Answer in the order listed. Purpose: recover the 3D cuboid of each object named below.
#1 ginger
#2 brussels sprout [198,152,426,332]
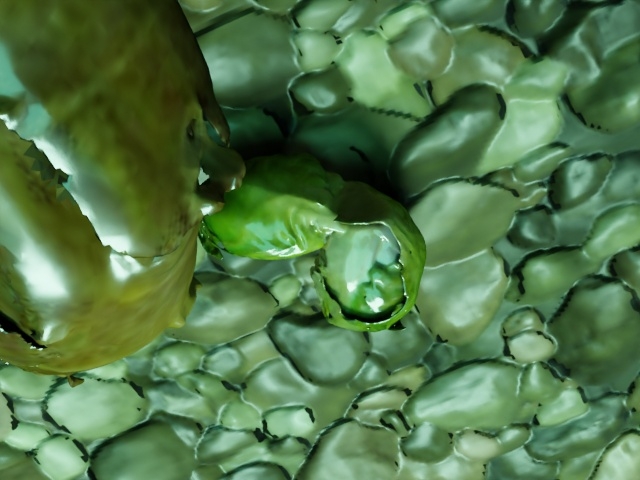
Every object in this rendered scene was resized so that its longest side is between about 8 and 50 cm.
[{"bbox_3d":[-0.112,-0.070,0.401,0.133,0.107,0.309,-5,134,28],"label":"ginger"},{"bbox_3d":[0.000,-0.001,0.499,0.083,0.046,0.051,28,115,-24],"label":"brussels sprout"}]
